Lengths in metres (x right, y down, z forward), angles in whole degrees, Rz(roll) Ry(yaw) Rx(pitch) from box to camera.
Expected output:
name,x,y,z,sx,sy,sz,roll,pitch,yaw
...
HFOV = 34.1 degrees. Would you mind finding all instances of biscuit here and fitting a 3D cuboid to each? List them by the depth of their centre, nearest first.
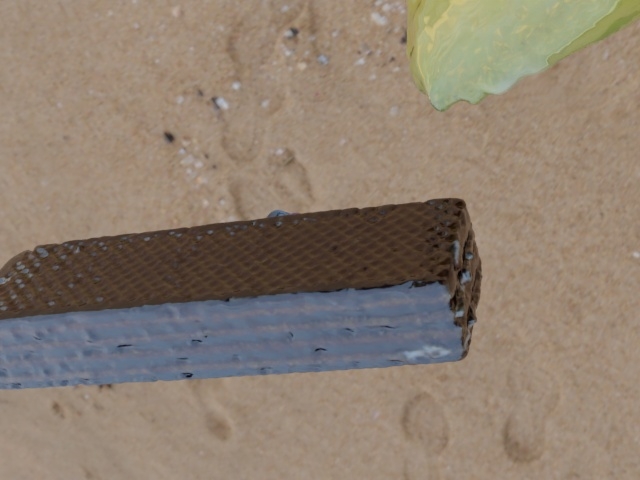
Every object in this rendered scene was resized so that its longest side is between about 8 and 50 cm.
name,x,y,z,sx,sy,sz,roll,pitch,yaw
biscuit,-0.077,0.043,0.760,0.388,0.107,0.073,-5,122,20

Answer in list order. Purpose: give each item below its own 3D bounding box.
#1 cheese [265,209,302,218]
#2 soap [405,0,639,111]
name,x,y,z,sx,sy,sz,roll,pitch,yaw
cheese,0.000,0.000,1.025,0.145,0.095,0.038,17,145,31
soap,0.192,-0.265,0.540,0.115,0.306,0.427,26,139,-20
